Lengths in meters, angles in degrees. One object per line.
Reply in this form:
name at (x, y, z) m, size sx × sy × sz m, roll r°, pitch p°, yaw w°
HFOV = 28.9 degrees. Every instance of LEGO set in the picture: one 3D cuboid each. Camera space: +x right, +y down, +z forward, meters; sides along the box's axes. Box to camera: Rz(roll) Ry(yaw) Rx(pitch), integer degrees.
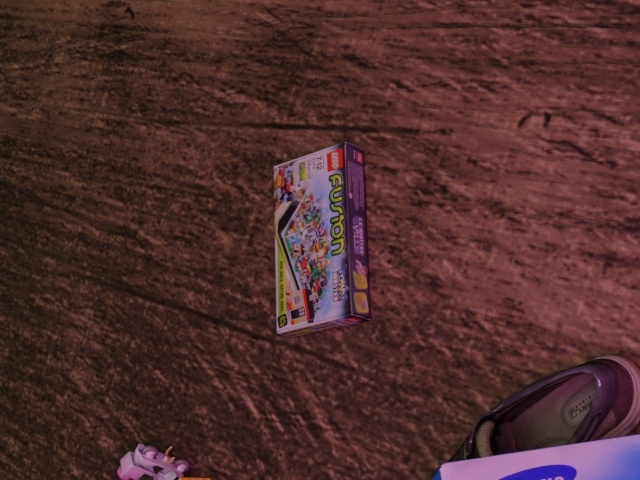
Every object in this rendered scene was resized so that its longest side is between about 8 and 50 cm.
LEGO set at (-0.172, 0.369, 1.401) m, size 0.107 × 0.132 × 0.287 m, roll -51°, pitch 28°, yaw 24°

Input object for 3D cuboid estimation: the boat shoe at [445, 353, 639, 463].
boat shoe at (0.177, 0.202, 1.170) m, size 0.285 × 0.092 × 0.103 m, roll -42°, pitch 53°, yaw 24°

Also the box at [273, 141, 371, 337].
box at (0.000, 0.000, 1.428) m, size 0.114 × 0.036 × 0.207 m, roll -17°, pitch 66°, yaw 37°

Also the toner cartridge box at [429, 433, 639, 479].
toner cartridge box at (0.250, 0.199, 0.928) m, size 0.165 × 0.347 × 0.075 m, roll 100°, pitch 161°, yaw -62°
